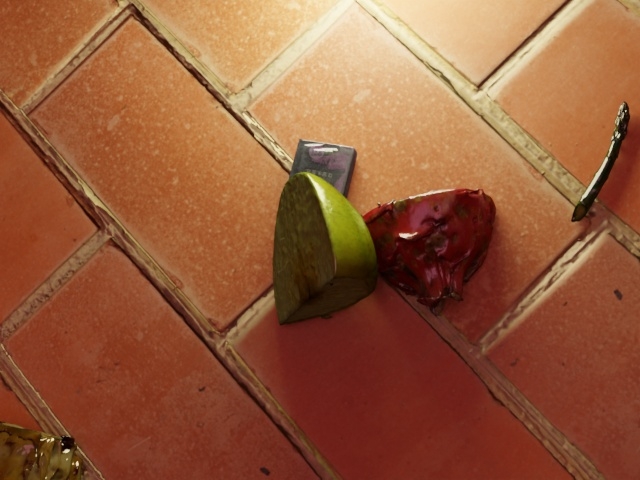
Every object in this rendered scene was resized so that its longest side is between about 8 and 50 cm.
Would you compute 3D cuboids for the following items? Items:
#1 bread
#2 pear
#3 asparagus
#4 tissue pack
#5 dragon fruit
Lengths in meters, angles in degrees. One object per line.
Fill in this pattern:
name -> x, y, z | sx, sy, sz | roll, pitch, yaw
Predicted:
bread -> -0.593, 0.494, 1.898 | 0.277, 0.167, 0.325 | 7, 80, 15
pear -> 0.005, -0.002, 1.852 | 0.139, 0.288, 0.239 | -10, 73, -25
asparagus -> 0.502, -0.137, 1.855 | 0.034, 0.027, 0.236 | 25, 84, 7
tissue pack -> -0.002, -0.105, 1.956 | 0.112, 0.051, 0.156 | 11, 79, 14
dragon fruit -> 0.194, 0.022, 1.838 | 0.262, 0.134, 0.212 | -18, 77, 9
